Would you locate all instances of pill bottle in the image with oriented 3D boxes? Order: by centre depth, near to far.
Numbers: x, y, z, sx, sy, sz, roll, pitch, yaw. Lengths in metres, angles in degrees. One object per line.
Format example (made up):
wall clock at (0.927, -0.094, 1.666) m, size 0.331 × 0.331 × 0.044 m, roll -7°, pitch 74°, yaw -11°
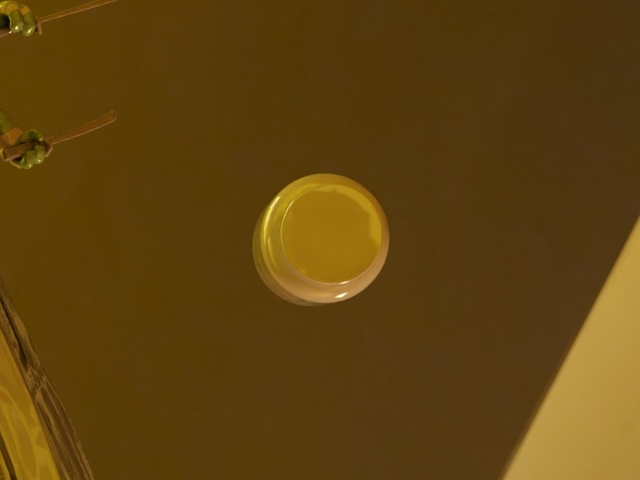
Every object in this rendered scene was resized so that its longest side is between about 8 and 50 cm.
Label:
pill bottle at (0.000, 0.000, 1.220) m, size 0.087 × 0.087 × 0.160 m, roll 33°, pitch -6°, yaw -3°

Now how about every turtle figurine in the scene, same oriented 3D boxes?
turtle figurine at (-0.321, -0.143, 1.869) m, size 0.274 × 0.266 × 0.198 m, roll 25°, pitch -38°, yaw -20°

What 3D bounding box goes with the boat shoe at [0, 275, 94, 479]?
boat shoe at (-0.226, 0.139, 1.239) m, size 0.109 × 0.094 × 0.302 m, roll -84°, pitch 153°, yaw -82°
